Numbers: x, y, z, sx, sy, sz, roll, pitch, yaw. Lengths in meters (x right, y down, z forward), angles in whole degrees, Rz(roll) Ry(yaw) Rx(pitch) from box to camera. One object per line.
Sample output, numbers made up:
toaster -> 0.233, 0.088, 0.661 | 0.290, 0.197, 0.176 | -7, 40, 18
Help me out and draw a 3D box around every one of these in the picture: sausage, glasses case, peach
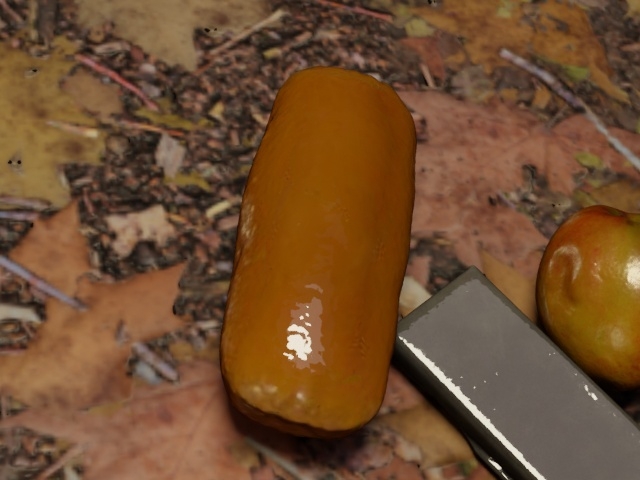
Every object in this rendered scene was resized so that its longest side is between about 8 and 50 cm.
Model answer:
sausage -> 0.000, 0.000, 0.784 | 0.098, 0.098, 0.238 | 13, 56, -6
glasses case -> 0.122, 0.101, 0.774 | 0.072, 0.042, 0.190 | -37, 71, -25
peach -> 0.169, 0.034, 0.805 | 0.100, 0.101, 0.101 | 7, 55, -10
